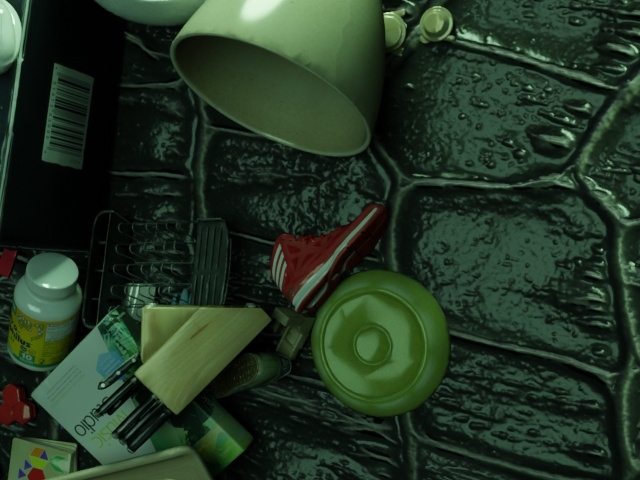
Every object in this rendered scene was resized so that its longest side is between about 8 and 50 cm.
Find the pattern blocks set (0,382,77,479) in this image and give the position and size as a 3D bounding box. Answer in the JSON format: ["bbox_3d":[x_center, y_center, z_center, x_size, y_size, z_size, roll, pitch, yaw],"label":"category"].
[{"bbox_3d":[-0.518,0.455,1.907,0.285,0.026,0.325,18,97,21],"label":"pattern blocks set"}]

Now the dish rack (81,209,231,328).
[{"bbox_3d":[-0.276,0.053,1.747,0.271,0.074,0.208,-1,79,31],"label":"dish rack"}]

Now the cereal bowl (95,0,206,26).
[{"bbox_3d":[-0.252,-0.485,1.687,0.338,0.141,0.339,1,63,-1],"label":"cereal bowl"}]

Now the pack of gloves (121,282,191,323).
[{"bbox_3d":[-0.289,0.194,1.782,0.195,0.046,0.232,2,90,32],"label":"pack of gloves"}]

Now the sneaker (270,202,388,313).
[{"bbox_3d":[0.000,0.000,1.658,0.221,0.087,0.128,-48,65,4],"label":"sneaker"}]

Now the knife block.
[{"bbox_3d":[-0.217,0.221,1.627,0.275,0.088,0.242,0,90,-5],"label":"knife block"}]

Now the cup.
[{"bbox_3d":[-0.030,-0.313,1.570,0.331,0.331,0.237,19,73,21],"label":"cup"}]

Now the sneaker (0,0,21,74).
[{"bbox_3d":[-0.558,-0.378,1.533,0.114,0.152,0.305,-33,76,15],"label":"sneaker"}]

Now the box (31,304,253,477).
[{"bbox_3d":[-0.304,0.298,1.738,0.322,0.058,0.232,44,114,-4],"label":"box"}]

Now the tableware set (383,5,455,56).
[{"bbox_3d":[0.142,-0.378,1.629,0.141,0.020,0.169,-1,91,24],"label":"tableware set"}]

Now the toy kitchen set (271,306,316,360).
[{"bbox_3d":[-0.068,0.144,1.683,0.068,0.075,0.083,36,107,33],"label":"toy kitchen set"}]

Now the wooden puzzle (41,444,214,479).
[{"bbox_3d":[-0.275,0.493,1.733,0.322,0.080,0.348,-17,113,22],"label":"wooden puzzle"}]

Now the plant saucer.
[{"bbox_3d":[0.089,0.167,1.648,0.240,0.037,0.241,1,91,22],"label":"plant saucer"}]

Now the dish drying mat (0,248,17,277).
[{"bbox_3d":[-0.590,0.028,1.941,0.032,0.008,0.083,26,101,21],"label":"dish drying mat"}]

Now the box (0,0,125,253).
[{"bbox_3d":[-0.634,-0.243,1.790,0.471,0.297,0.480,8,89,21],"label":"box"}]

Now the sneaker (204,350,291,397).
[{"bbox_3d":[-0.122,0.225,1.718,0.192,0.086,0.064,-25,68,51],"label":"sneaker"}]

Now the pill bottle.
[{"bbox_3d":[-0.482,0.123,1.797,0.117,0.117,0.208,38,133,18],"label":"pill bottle"}]
